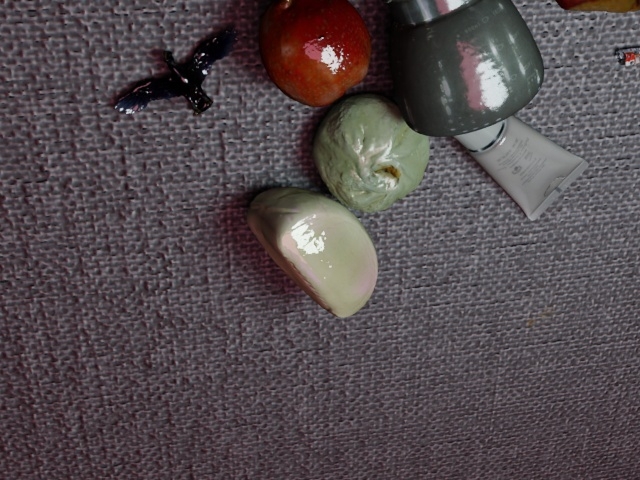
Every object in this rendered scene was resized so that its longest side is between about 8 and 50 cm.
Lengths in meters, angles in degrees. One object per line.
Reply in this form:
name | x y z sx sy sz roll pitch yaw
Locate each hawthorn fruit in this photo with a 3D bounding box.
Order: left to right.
hawthorn fruit | -0.015 -0.291 1.373 0.169 0.169 0.188 -31 121 3

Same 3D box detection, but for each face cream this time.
face cream | 0.331 -0.143 1.610 0.314 0.089 0.143 31 107 -38

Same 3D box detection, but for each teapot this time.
teapot | 0.220 -0.336 1.382 0.305 0.223 0.285 -25 117 3

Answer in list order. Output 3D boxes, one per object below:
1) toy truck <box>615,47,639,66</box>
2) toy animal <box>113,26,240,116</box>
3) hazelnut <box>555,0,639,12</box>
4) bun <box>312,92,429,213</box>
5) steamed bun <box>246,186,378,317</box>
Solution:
toy truck | 0.535 -0.309 1.599 0.083 0.024 0.032 -11 101 -12
toy animal | -0.201 -0.236 1.414 0.220 0.062 0.108 -34 106 7
hazelnut | 0.422 -0.442 1.389 0.212 0.181 0.181 -19 142 -17
bun | 0.084 -0.137 1.517 0.195 0.118 0.196 -6 120 -10
steamed bun | 0.000 0.000 1.552 0.152 0.170 0.239 -44 127 -11
